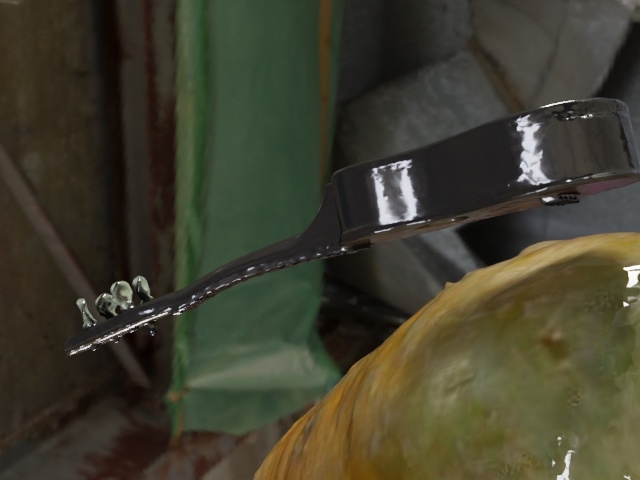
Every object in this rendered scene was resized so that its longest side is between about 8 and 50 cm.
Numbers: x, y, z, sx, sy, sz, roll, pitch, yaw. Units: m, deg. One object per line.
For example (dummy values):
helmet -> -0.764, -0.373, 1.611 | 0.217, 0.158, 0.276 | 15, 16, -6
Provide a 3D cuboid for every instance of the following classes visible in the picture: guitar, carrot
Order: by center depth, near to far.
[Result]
guitar -> -0.001, -0.002, 0.524 | 0.084, 0.271, 0.038 | 0, -107, -63
carrot -> 0.097, 0.129, 0.611 | 0.341, 0.224, 0.224 | -38, 22, 59
